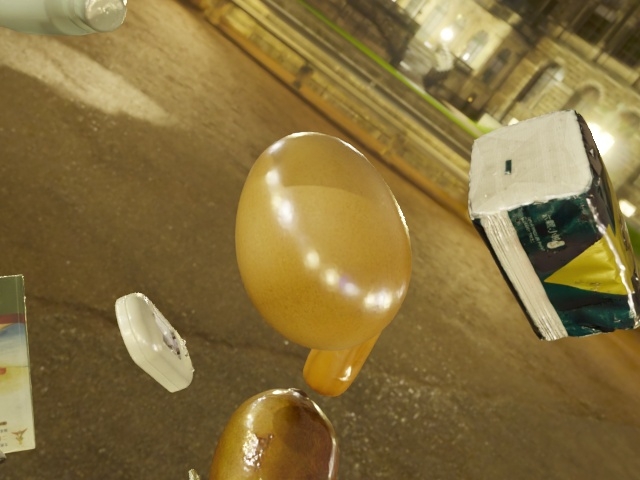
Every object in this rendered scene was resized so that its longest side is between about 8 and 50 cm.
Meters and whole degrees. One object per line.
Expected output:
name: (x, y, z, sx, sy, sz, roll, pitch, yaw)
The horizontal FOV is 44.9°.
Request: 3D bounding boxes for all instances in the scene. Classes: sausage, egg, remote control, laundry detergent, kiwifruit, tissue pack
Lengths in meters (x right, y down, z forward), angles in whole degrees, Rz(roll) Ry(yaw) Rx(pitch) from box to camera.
sausage: (0.071, 0.174, 1.597, 0.112, 0.328, 0.112, 25, 18, -9)
egg: (0.000, 0.000, 1.128, 0.250, 0.250, 0.322, -4, 76, -68)
remote control: (-0.186, 0.120, 0.893, 0.221, 0.042, 0.078, 79, -11, -68)
laundry detergent: (-0.432, -0.412, 1.263, 0.398, 0.264, 0.124, 42, -25, 46)
kiwifruit: (-0.067, 0.337, 1.162, 0.196, 0.233, 0.196, 14, -10, 3)
tissue pack: (0.484, -0.015, 1.584, 0.416, 0.254, 0.264, 56, 32, -36)

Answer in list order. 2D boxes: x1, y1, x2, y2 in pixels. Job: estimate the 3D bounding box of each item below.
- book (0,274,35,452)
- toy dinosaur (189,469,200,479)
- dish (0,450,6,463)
book: (-0.539, 0.187, 1.155, 0.202, 0.026, 0.289, -5, 62, -22)
toy dinosaur: (-0.197, 0.310, 0.823, 0.058, 0.180, 0.037, 38, -28, -3)
dish: (-0.443, 0.182, 0.668, 0.316, 0.317, 0.106, 7, 65, -63)
